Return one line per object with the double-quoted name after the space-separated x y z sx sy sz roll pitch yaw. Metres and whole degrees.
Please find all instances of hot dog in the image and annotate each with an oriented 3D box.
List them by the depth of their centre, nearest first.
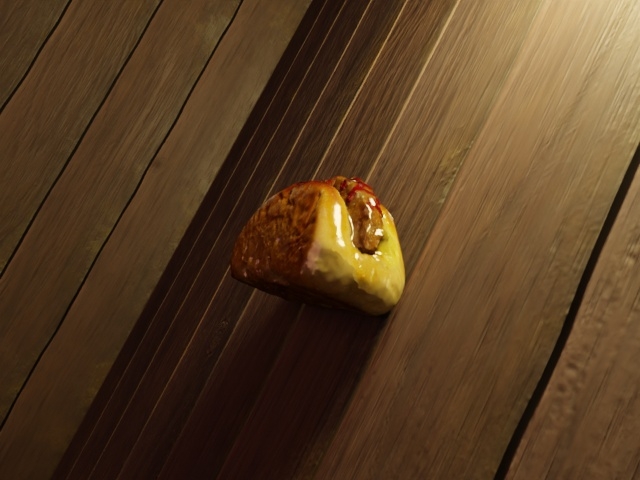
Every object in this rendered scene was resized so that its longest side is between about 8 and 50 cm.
-0.002 0.000 0.899 0.405 0.185 0.223 -2 63 61 "hot dog"
